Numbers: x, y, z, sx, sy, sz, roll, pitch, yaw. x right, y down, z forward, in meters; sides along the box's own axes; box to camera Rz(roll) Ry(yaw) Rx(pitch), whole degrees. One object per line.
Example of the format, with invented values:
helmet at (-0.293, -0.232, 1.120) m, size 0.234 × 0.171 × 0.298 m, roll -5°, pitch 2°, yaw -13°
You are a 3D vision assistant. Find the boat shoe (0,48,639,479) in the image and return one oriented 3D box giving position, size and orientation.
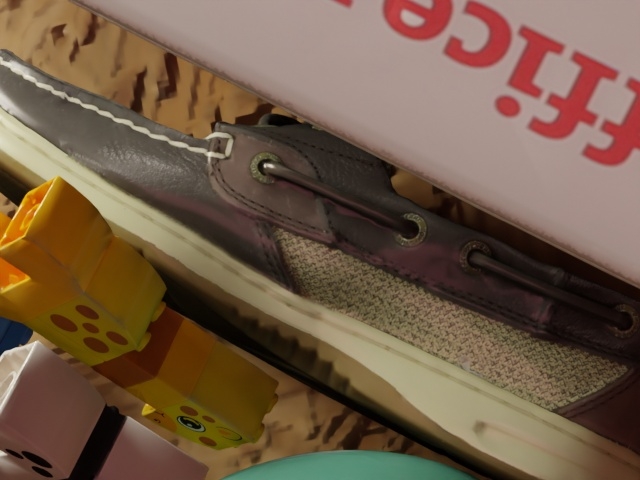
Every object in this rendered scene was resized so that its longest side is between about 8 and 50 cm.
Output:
boat shoe at (0.001, 0.000, 0.470) m, size 0.223 × 0.080 × 0.073 m, roll 30°, pitch 80°, yaw 6°

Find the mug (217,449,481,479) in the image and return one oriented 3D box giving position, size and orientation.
mug at (0.011, 0.125, 0.458) m, size 0.129 × 0.158 × 0.097 m, roll -18°, pitch 48°, yaw 12°

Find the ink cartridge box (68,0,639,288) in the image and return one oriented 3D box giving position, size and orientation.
ink cartridge box at (0.068, -0.146, 0.381) m, size 0.198 × 0.197 × 0.270 m, roll 27°, pitch 98°, yaw 5°

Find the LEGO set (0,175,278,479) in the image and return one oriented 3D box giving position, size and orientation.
LEGO set at (-0.074, 0.048, 0.453) m, size 0.093 × 0.227 × 0.087 m, roll 36°, pitch 63°, yaw -21°
